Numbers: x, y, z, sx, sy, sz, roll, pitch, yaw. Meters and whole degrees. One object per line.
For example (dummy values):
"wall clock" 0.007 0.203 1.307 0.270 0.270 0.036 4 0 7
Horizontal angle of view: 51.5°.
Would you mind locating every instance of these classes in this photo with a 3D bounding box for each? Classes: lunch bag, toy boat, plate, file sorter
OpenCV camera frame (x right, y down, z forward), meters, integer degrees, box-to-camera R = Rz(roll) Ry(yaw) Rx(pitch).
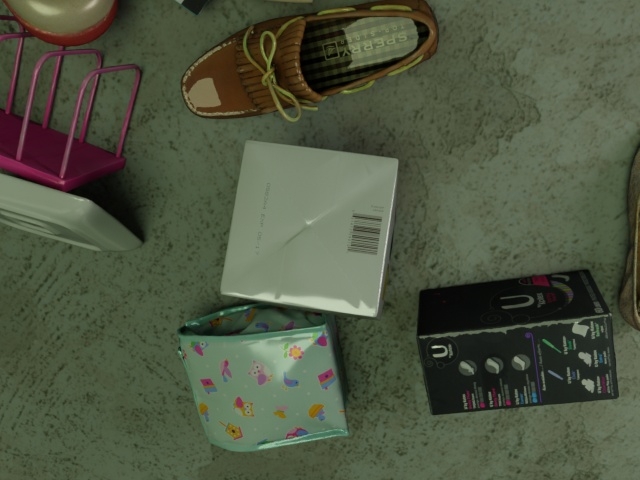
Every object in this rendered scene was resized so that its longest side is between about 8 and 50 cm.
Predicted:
"lunch bag" -0.095 0.223 1.116 0.262 0.160 0.223 -10 108 7
"toy boat" -0.391 -0.368 0.973 0.151 0.151 0.231 -33 71 -17
"plate" -0.444 -0.043 1.032 0.277 0.278 0.045 15 78 4
"file sorter" -0.449 -0.225 0.997 0.291 0.202 0.182 22 109 2

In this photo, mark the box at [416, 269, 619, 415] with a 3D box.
"box" 0.292 0.153 1.016 0.271 0.165 0.143 -9 108 13

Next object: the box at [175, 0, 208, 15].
"box" -0.241 -0.423 0.900 0.244 0.060 0.100 29 115 -35

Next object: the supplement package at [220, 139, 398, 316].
"supplement package" 0.000 0.000 0.931 0.198 0.262 0.199 8 83 7

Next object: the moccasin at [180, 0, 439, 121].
"moccasin" -0.023 -0.247 0.938 0.380 0.147 0.139 -6 108 12

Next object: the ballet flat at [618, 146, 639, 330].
"ballet flat" 0.501 -0.001 0.955 0.108 0.106 0.315 -1 109 11

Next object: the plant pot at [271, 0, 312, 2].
"plant pot" -0.047 -0.383 0.922 0.096 0.109 0.109 14 112 -8
